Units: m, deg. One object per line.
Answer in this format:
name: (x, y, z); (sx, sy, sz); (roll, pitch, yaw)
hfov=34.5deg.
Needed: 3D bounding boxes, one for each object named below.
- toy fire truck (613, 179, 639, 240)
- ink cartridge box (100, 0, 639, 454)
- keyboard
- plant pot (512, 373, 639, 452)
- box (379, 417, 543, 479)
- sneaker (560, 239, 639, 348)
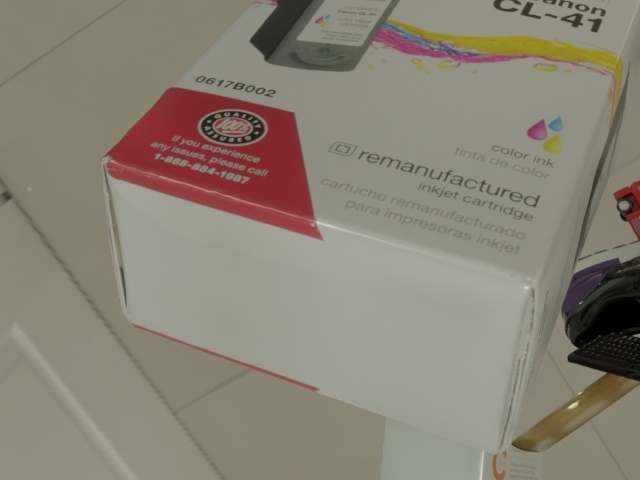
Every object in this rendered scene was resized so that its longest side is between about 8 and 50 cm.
toy fire truck: (0.461, -0.006, 1.267); (0.135, 0.047, 0.192); (-28, 66, 13)
ink cartridge box: (0.050, -0.059, 0.600); (0.226, 0.306, 0.131); (15, 136, 17)
keyboard: (0.339, 0.107, 1.028); (0.100, 0.192, 0.038); (-20, 104, -25)
plant pot: (0.324, 0.180, 1.194); (0.236, 0.236, 0.032); (-40, 75, 17)
box: (0.197, 0.434, 1.474); (0.168, 0.215, 0.346); (-1, 75, 33)
sneaker: (0.404, 0.044, 1.153); (0.283, 0.124, 0.107); (-33, 110, 26)
